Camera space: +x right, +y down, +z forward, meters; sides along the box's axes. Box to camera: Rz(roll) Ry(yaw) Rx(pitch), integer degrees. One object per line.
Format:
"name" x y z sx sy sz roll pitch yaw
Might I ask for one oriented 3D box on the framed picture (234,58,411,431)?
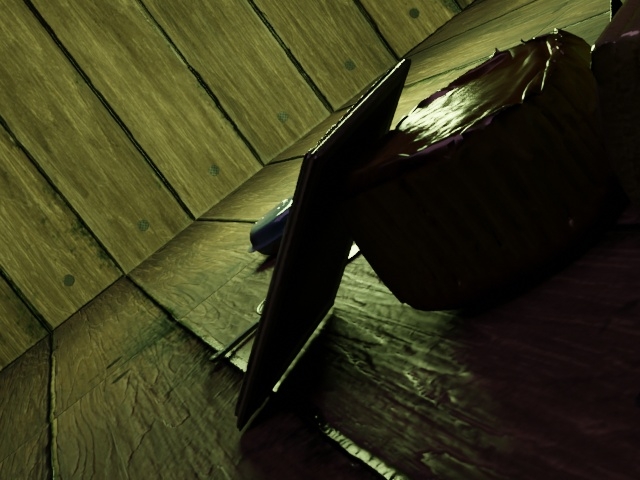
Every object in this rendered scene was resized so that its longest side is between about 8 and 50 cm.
"framed picture" 0.000 0.000 0.986 0.231 0.018 0.293 -51 -19 -55

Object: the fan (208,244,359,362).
"fan" -0.047 0.074 1.327 0.227 0.008 0.152 -41 11 -26

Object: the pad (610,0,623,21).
"pad" 0.355 -0.297 1.307 0.003 0.143 0.211 4 26 21

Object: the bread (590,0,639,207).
"bread" 0.249 -0.120 0.808 0.060 0.139 0.178 1 29 30

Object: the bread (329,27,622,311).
"bread" 0.138 -0.059 0.904 0.227 0.142 0.253 -31 9 41

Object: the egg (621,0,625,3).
"egg" 0.349 -0.272 0.994 0.188 0.188 0.253 -31 12 32

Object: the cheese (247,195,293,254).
"cheese" -0.045 -0.026 1.672 0.135 0.052 0.245 -43 12 -19
